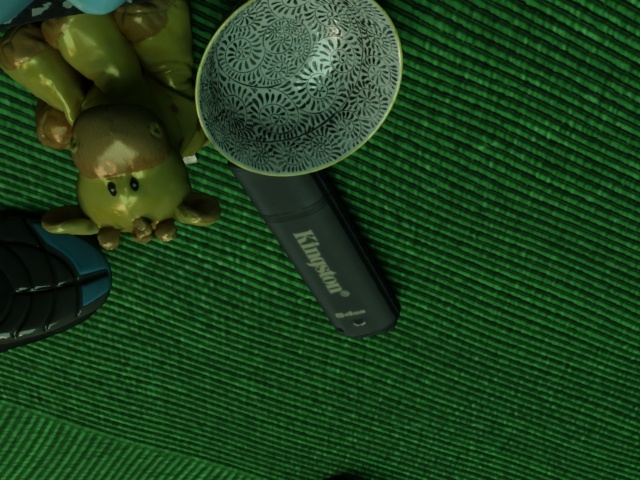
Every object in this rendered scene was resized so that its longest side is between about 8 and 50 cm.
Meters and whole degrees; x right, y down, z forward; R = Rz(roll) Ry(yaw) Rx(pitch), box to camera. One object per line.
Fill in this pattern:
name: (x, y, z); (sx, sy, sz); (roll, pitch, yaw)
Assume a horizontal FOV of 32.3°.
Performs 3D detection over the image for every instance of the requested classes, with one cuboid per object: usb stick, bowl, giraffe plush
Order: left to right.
giraffe plush: (-0.159, -0.080, 0.890); (0.181, 0.171, 0.210); (-24, 131, 20)
bowl: (-0.027, -0.143, 0.883); (0.170, 0.080, 0.170); (-12, 129, -16)
usb stick: (0.000, 0.000, 1.062); (0.077, 0.045, 0.278); (-19, 133, 14)

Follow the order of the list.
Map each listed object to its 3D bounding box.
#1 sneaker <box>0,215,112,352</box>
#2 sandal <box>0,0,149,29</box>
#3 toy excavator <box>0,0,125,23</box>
sneaker: (-0.363, 0.065, 1.089); (0.340, 0.125, 0.140); (-11, 161, 5)
sandal: (-0.289, -0.225, 0.803); (0.445, 0.107, 0.168); (-8, 131, -13)
toy excavator: (-0.189, -0.181, 0.643); (0.222, 0.433, 0.445); (38, 138, -5)
